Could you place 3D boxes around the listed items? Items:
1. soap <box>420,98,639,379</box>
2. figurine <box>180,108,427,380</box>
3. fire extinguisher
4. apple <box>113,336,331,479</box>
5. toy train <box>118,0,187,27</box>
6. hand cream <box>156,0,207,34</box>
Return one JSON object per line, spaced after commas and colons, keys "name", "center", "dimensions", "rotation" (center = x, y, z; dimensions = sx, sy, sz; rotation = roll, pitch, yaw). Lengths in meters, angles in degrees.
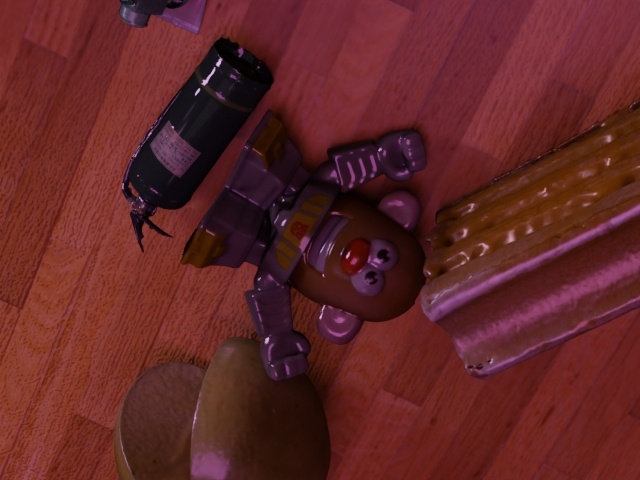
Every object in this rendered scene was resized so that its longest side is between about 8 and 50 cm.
{"name": "soap", "center": [0.295, -0.011, 1.630], "dimensions": [0.335, 0.293, 0.156], "rotation": [-28, 110, 18]}
{"name": "figurine", "center": [0.001, -0.001, 1.745], "dimensions": [0.285, 0.167, 0.342], "rotation": [32, 111, -3]}
{"name": "fire extinguisher", "center": [-0.175, -0.117, 1.766], "dimensions": [0.118, 0.093, 0.294], "rotation": [46, 116, 16]}
{"name": "apple", "center": [-0.131, 0.275, 1.833], "dimensions": [0.292, 0.254, 0.292], "rotation": [6, 129, 7]}
{"name": "toy train", "center": [-0.203, -0.386, 1.639], "dimensions": [0.157, 0.105, 0.253], "rotation": [40, 119, 33]}
{"name": "hand cream", "center": [-0.142, -0.355, 1.687], "dimensions": [0.052, 0.038, 0.216], "rotation": [38, 121, 21]}
